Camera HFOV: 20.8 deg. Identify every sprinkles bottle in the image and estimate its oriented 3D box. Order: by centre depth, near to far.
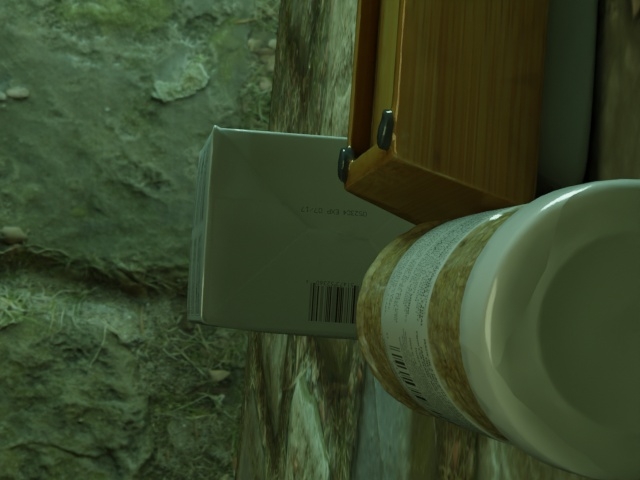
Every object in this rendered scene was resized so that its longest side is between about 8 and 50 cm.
[{"bbox_3d":[0.099,0.040,0.850,0.355,0.121,0.121,168,106,-82],"label":"sprinkles bottle"}]

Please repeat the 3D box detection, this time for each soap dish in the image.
[{"bbox_3d":[0.087,-0.153,1.065,0.229,0.118,0.291,153,122,-82],"label":"soap dish"}]

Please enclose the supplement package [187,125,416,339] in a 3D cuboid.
[{"bbox_3d":[0.000,0.000,1.355,0.203,0.194,0.149,161,113,-83],"label":"supplement package"}]
